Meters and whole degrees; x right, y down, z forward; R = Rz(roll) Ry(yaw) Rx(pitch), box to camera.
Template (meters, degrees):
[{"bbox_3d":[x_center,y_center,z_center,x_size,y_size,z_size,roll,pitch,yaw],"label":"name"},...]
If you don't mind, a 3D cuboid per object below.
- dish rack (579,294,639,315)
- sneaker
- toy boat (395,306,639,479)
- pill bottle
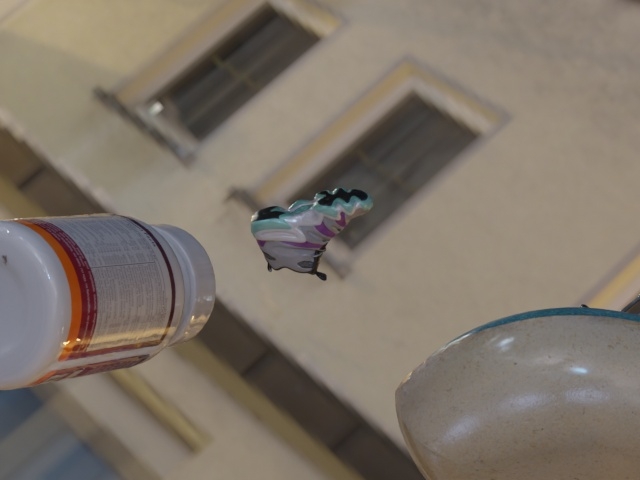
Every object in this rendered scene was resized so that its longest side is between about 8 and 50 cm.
[{"bbox_3d":[0.229,0.129,1.404,0.208,0.271,0.074,26,32,-40],"label":"dish rack"},{"bbox_3d":[0.000,0.000,1.363,0.038,0.098,0.069,-74,149,-63],"label":"sneaker"},{"bbox_3d":[0.160,0.160,1.198,0.267,0.148,0.318,14,-50,-11],"label":"toy boat"},{"bbox_3d":[-0.178,0.041,1.306,0.121,0.121,0.221,43,20,20],"label":"pill bottle"}]
